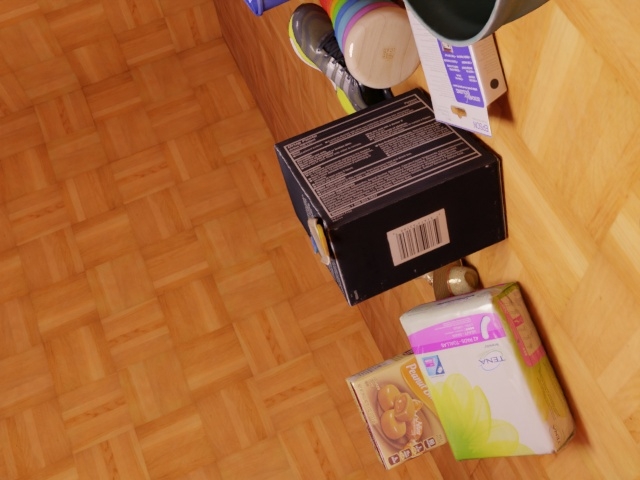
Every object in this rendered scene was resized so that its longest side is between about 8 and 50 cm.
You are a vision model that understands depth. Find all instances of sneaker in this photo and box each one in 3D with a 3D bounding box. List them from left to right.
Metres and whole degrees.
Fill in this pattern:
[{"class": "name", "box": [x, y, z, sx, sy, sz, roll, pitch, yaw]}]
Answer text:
[{"class": "sneaker", "box": [0.056, -0.358, 1.529, 0.300, 0.111, 0.121, 43, 171, -30]}]

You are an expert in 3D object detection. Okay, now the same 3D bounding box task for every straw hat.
[{"class": "straw hat", "box": [0.279, 0.081, 1.500, 0.061, 0.144, 0.144, 1, 122, 34]}]

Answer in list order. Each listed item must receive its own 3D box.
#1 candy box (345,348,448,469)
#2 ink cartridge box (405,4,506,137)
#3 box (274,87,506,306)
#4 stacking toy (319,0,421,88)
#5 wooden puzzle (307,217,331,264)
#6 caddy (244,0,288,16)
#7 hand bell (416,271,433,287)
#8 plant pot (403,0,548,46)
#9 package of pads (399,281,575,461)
[{"class": "candy box", "box": [0.231, 0.296, 1.497, 0.087, 0.316, 0.183, 160, 88, -82]}, {"class": "ink cartridge box", "box": [0.201, -0.269, 1.128, 0.206, 0.045, 0.208, -133, 23, -68]}, {"class": "box", "box": [0.115, -0.086, 1.309, 0.294, 0.296, 0.182, -120, 11, -50]}, {"class": "stacking toy", "box": [0.070, -0.403, 1.378, 0.330, 0.141, 0.141, -114, 6, -52]}, {"class": "wooden puzzle", "box": [0.000, 0.000, 1.178, 0.116, 0.014, 0.078, -141, 33, -74]}, {"class": "caddy", "box": [-0.170, -0.726, 1.877, 0.341, 0.179, 0.241, 77, 169, -51]}, {"class": "hand bell", "box": [0.255, 0.095, 1.670, 0.242, 0.126, 0.126, 52, 167, 21]}, {"class": "plant pot", "box": [0.164, -0.337, 0.636, 0.293, 0.196, 0.293, 158, 90, -83]}, {"class": "package of pads", "box": [0.298, 0.236, 1.347, 0.229, 0.101, 0.296, -21, 92, 46]}]
